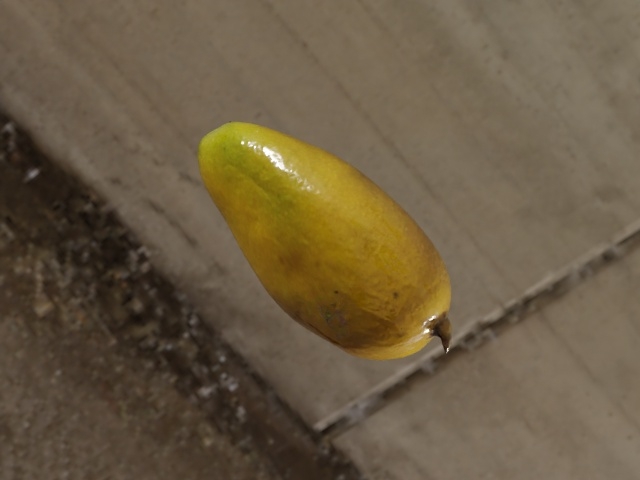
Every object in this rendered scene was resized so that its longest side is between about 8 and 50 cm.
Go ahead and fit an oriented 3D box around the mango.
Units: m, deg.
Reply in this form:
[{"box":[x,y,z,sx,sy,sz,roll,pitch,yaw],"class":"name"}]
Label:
[{"box":[0.000,0.000,0.734,0.187,0.101,0.066,44,52,12],"class":"mango"}]
